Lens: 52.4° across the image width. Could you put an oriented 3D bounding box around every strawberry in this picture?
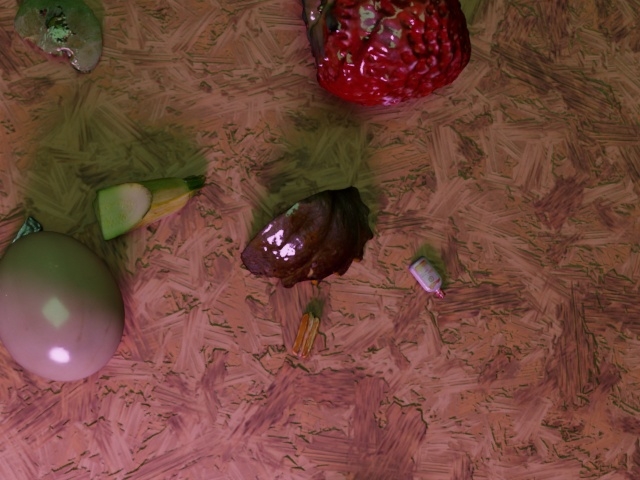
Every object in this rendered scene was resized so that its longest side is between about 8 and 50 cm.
[{"bbox_3d":[0.126,-0.379,1.115,0.309,0.292,0.292,-7,84,-4],"label":"strawberry"}]

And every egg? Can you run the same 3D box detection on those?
[{"bbox_3d":[-0.405,0.099,1.006,0.185,0.186,0.242,-20,81,-11],"label":"egg"}]

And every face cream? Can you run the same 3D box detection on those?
[{"bbox_3d":[0.200,0.070,1.195,0.040,0.021,0.083,-39,91,-11],"label":"face cream"}]

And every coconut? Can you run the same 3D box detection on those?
[{"bbox_3d":[-0.453,-0.375,1.127,0.158,0.055,0.133,19,81,-8],"label":"coconut"}]

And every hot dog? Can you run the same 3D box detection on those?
[{"bbox_3d":[-0.024,0.166,1.146,0.037,0.021,0.083,19,82,15],"label":"hot dog"}]

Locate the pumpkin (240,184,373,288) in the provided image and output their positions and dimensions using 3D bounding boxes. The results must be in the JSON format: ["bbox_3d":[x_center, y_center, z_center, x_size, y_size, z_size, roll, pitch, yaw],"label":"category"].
[{"bbox_3d":[0.000,0.000,1.110,0.254,0.149,0.130,-32,81,-13],"label":"pumpkin"}]

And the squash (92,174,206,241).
[{"bbox_3d":[-0.286,-0.072,1.105,0.200,0.075,0.090,-23,61,-13],"label":"squash"}]

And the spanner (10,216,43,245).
[{"bbox_3d":[-0.549,0.108,1.065,0.093,0.026,0.326,26,78,-4],"label":"spanner"}]
